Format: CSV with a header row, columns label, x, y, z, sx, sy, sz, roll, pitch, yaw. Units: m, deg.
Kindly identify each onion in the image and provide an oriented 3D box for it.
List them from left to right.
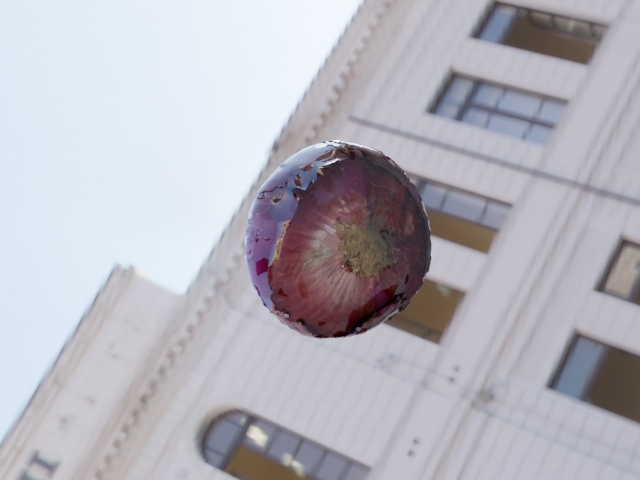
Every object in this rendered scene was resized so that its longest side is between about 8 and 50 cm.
label,x,y,z,sx,sy,sz,roll,pitch,yaw
onion,0.000,0.000,0.942,0.150,0.140,0.150,-2,-87,-28
